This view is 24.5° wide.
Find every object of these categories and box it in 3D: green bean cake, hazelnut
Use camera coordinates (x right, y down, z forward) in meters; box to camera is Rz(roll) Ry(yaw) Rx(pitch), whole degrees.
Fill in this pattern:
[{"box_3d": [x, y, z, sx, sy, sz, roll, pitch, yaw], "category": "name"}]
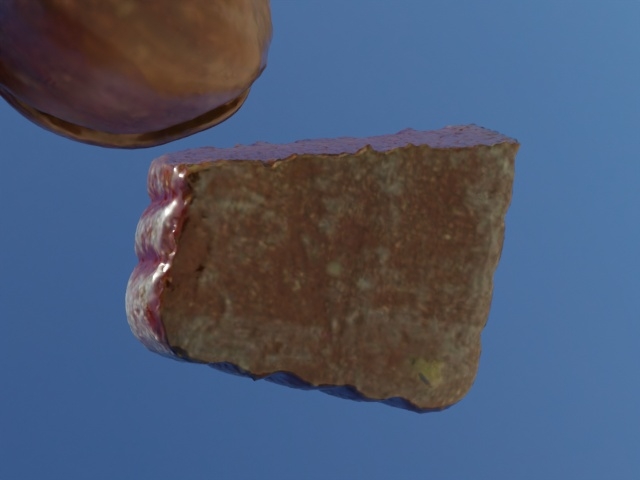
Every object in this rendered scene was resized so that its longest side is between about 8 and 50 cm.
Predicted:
[{"box_3d": [0.000, 0.000, 0.933, 0.232, 0.097, 0.198, 10, -95, -21], "category": "green bean cake"}, {"box_3d": [-0.087, -0.111, 0.681, 0.143, 0.143, 0.154, 50, -176, -17], "category": "hazelnut"}]
